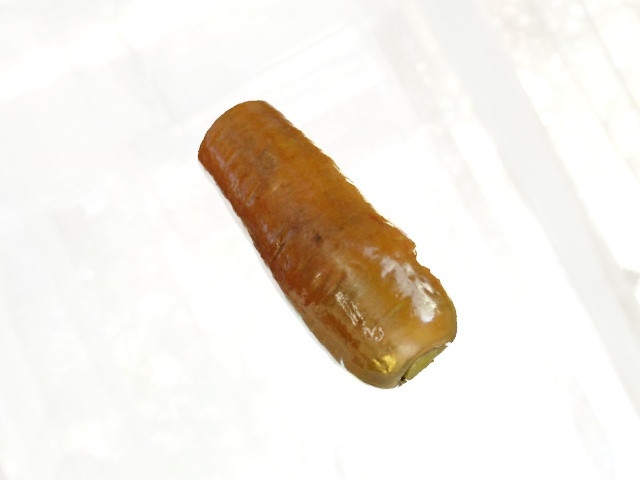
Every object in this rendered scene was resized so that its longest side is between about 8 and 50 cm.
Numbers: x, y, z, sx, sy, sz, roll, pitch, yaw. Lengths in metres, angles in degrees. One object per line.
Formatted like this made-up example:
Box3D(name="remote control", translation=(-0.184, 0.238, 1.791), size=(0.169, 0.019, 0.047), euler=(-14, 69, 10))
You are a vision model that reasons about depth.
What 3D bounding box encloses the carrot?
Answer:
Box3D(name="carrot", translation=(0.000, 0.000, 0.887), size=(0.087, 0.193, 0.087), euler=(-35, 160, -15))
